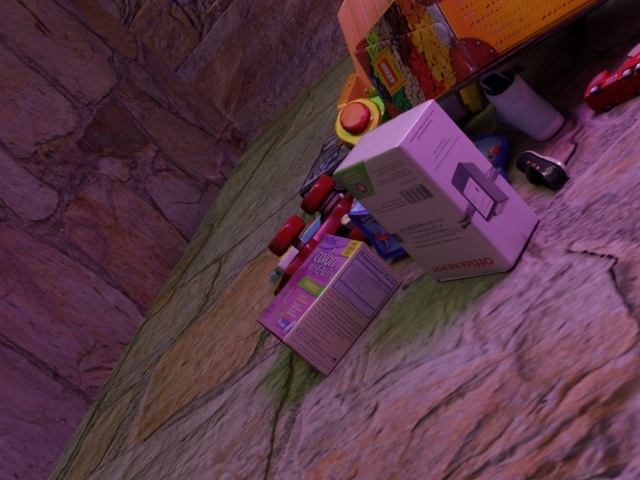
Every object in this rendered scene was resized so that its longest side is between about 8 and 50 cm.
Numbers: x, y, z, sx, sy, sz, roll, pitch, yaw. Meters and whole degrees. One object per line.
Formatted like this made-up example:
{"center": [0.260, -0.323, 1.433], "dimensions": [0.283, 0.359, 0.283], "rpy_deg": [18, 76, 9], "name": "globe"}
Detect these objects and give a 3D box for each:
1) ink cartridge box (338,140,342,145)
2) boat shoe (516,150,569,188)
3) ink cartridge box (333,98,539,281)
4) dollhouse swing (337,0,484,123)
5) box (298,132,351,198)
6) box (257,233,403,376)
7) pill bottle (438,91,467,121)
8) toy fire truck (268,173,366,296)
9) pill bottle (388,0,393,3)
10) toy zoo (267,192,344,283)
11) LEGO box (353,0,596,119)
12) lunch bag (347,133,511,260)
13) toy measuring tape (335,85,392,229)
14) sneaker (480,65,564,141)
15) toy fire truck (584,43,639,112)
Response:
{"center": [0.133, -0.395, 2.086], "dimensions": [0.232, 0.066, 0.189], "rpy_deg": [-31, 22, 29], "name": "ink cartridge box"}
{"center": [0.365, -0.119, 1.222], "dimensions": [0.042, 0.049, 0.133], "rpy_deg": [-40, 21, -1], "name": "boat shoe"}
{"center": [0.185, -0.070, 1.176], "dimensions": [0.115, 0.273, 0.198], "rpy_deg": [-53, 18, -25], "name": "ink cartridge box"}
{"center": [0.196, -0.459, 1.782], "dimensions": [0.346, 0.305, 0.315], "rpy_deg": [-13, 31, 23], "name": "dollhouse swing"}
{"center": [0.131, -0.289, 2.100], "dimensions": [0.395, 0.097, 0.318], "rpy_deg": [-34, 23, 36], "name": "box"}
{"center": [0.013, 0.120, 1.445], "dimensions": [0.243, 0.117, 0.213], "rpy_deg": [-50, 17, -8], "name": "box"}
{"center": [0.201, -0.280, 1.647], "dimensions": [0.245, 0.136, 0.136], "rpy_deg": [-23, 26, 22], "name": "pill bottle"}
{"center": [0.000, 0.000, 1.709], "dimensions": [0.302, 0.169, 0.254], "rpy_deg": [-53, -1, -19], "name": "toy fire truck"}
{"center": [0.301, -0.659, 1.628], "dimensions": [0.363, 0.210, 0.210], "rpy_deg": [-34, 20, 14], "name": "pill bottle"}
{"center": [-0.040, -0.004, 1.929], "dimensions": [0.293, 0.030, 0.192], "rpy_deg": [-49, 3, -3], "name": "toy zoo"}
{"center": [0.359, -0.458, 1.390], "dimensions": [0.500, 0.193, 0.372], "rpy_deg": [-32, 3, -14], "name": "LEGO box"}
{"center": [0.235, -0.104, 1.414], "dimensions": [0.293, 0.138, 0.221], "rpy_deg": [-15, 33, 46], "name": "lunch bag"}
{"center": [0.072, -0.188, 1.544], "dimensions": [0.121, 0.121, 0.330], "rpy_deg": [-6, 65, 66], "name": "toy measuring tape"}
{"center": [0.369, -0.284, 1.407], "dimensions": [0.094, 0.151, 0.256], "rpy_deg": [-47, 15, 9], "name": "sneaker"}
{"center": [0.539, -0.301, 1.202], "dimensions": [0.192, 0.047, 0.135], "rpy_deg": [-27, 26, 51], "name": "toy fire truck"}
